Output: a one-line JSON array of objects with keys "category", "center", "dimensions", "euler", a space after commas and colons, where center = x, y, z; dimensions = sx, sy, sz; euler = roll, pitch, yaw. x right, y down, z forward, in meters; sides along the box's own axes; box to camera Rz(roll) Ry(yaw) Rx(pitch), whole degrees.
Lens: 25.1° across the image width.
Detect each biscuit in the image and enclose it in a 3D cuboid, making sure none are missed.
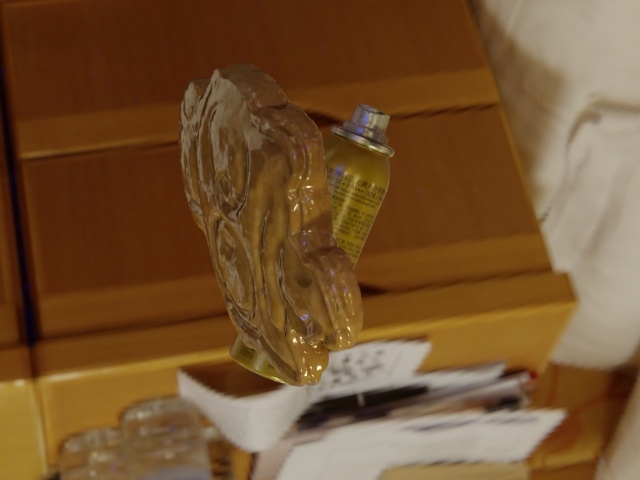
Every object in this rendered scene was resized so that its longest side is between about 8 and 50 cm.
[{"category": "biscuit", "center": [-0.058, -0.014, 1.277], "dimensions": [0.051, 0.376, 0.269], "euler": [-13, 122, -21]}]

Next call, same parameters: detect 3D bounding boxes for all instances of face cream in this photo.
[{"category": "face cream", "center": [0.000, 0.000, 1.757], "dimensions": [0.105, 0.105, 0.349], "euler": [18, 96, -45]}]
